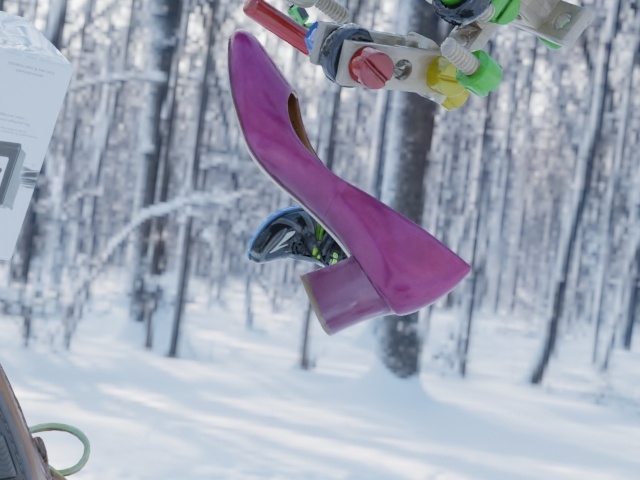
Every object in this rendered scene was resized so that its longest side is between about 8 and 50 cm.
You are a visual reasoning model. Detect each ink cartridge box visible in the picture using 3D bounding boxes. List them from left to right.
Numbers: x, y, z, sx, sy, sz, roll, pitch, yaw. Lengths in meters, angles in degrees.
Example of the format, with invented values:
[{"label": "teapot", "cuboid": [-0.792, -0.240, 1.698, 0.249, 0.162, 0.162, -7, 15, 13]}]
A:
[{"label": "ink cartridge box", "cuboid": [-0.237, -0.060, 0.887, 0.060, 0.180, 0.104, 10, 21, -35]}]

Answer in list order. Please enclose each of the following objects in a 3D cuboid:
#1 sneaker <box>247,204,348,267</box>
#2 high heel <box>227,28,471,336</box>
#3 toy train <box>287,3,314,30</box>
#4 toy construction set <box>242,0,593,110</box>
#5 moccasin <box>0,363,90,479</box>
[{"label": "sneaker", "cuboid": [0.000, 0.000, 1.614, 0.188, 0.067, 0.078, -6, 47, -22]}, {"label": "high heel", "cuboid": [0.026, -0.090, 1.485, 0.181, 0.377, 0.127, -23, -2, 11]}, {"label": "toy train", "cuboid": [-0.012, -0.250, 1.564, 0.023, 0.017, 0.083, 10, -39, 51]}, {"label": "toy construction set", "cuboid": [0.111, -0.214, 1.276, 0.309, 0.257, 0.237, -3, -24, 45]}, {"label": "moccasin", "cuboid": [-0.237, 0.213, 0.956, 0.139, 0.380, 0.147, -12, 31, 5]}]
